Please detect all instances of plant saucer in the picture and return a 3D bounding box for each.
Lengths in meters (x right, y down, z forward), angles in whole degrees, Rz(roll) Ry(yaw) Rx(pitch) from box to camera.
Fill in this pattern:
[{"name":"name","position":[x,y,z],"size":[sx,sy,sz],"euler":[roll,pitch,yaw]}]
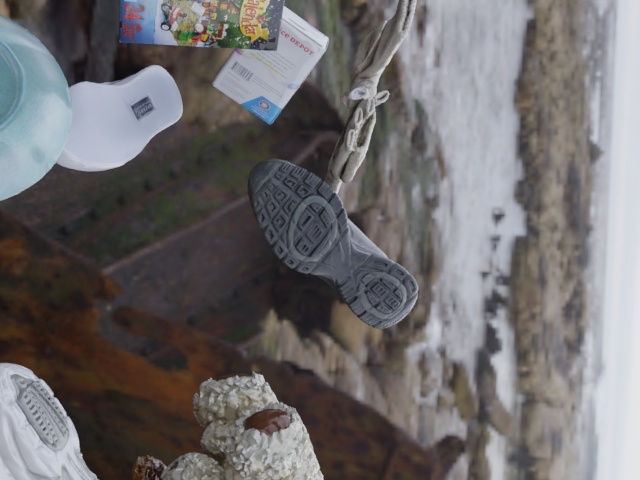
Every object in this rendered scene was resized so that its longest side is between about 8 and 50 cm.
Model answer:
[{"name":"plant saucer","position":[-0.299,-0.122,0.908],"size":[0.037,0.195,0.195],"euler":[131,-27,-59]}]

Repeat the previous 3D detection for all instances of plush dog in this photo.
[{"name":"plush dog","position":[-0.115,0.298,1.286],"size":[0.210,0.225,0.262],"euler":[66,-12,-15]}]

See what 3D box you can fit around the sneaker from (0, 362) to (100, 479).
[{"name":"sneaker","position":[-0.199,0.206,0.784],"size":[0.232,0.115,0.090],"euler":[59,10,0]}]

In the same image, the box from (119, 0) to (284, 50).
[{"name":"box","position":[-0.106,-0.288,1.039],"size":[0.233,0.159,0.044],"euler":[101,-13,-44]}]

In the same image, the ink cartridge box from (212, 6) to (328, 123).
[{"name":"ink cartridge box","position":[-0.060,-0.219,1.351],"size":[0.122,0.088,0.052],"euler":[-50,-168,26]}]

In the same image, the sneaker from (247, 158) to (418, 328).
[{"name":"sneaker","position":[0.000,0.000,1.419],"size":[0.286,0.109,0.130],"euler":[48,-2,-29]}]

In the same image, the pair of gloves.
[{"name":"pair of gloves","position":[0.051,-0.183,1.414],"size":[0.204,0.042,0.240],"euler":[131,-22,-70]}]

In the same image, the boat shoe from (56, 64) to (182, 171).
[{"name":"boat shoe","position":[-0.233,-0.120,1.170],"size":[0.095,0.084,0.258],"euler":[69,23,-6]}]
